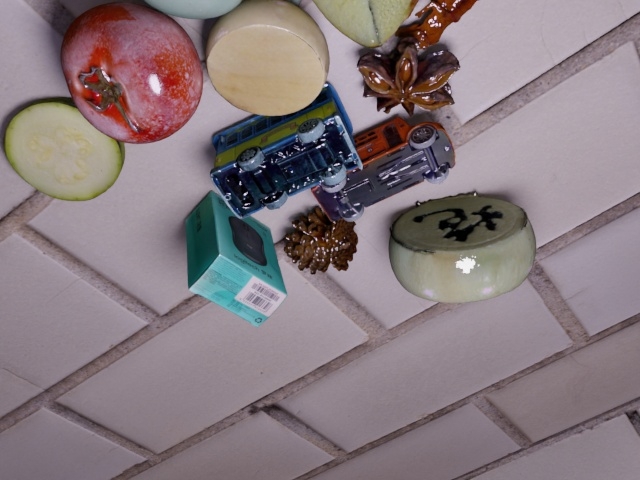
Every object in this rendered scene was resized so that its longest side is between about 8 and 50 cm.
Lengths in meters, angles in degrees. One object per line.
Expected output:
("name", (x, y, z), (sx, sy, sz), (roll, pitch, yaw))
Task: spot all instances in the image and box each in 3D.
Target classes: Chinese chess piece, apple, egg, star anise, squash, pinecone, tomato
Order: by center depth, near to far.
("apple", (0.068, -0.537, 1.051), (0.253, 0.179, 0.346), (-14, 119, 15))
("egg", (-0.241, -0.489, 1.053), (0.230, 0.168, 0.168), (15, 127, 3))
("tomato", (-0.355, -0.325, 1.141), (0.270, 0.227, 0.270), (13, 130, 15))
("Chinese chess piece", (-0.106, -0.366, 1.182), (0.250, 0.097, 0.251), (2, 146, 1))
("star anise", (0.190, -0.358, 1.264), (0.214, 0.099, 0.220), (-17, 149, 14))
("squash", (-0.573, -0.208, 1.326), (0.251, 0.049, 0.252), (-3, 127, -4))
("Chinese chess piece", (0.339, 0.010, 1.425), (0.349, 0.349, 0.147), (-12, 115, 2))
("pinecone", (0.002, 0.002, 1.498), (0.195, 0.150, 0.179), (-19, 129, 8))

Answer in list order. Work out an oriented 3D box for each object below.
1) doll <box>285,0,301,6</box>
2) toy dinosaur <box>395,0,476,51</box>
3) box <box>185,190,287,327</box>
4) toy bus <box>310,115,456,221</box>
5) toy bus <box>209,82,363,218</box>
("doll", (-0.098, -0.523, 1.114), (0.103, 0.072, 0.214), (-32, 127, 5))
("toy dinosaur", (0.297, -0.536, 1.140), (0.432, 0.097, 0.208), (-34, 141, 23))
("box", (-0.207, 0.036, 1.396), (0.205, 0.311, 0.118), (37, 107, -29))
("toy bus", (0.139, -0.178, 1.365), (0.329, 0.153, 0.143), (-24, 137, 11))
("toy bus", (-0.079, -0.195, 1.303), (0.312, 0.190, 0.152), (-23, 129, 11))
